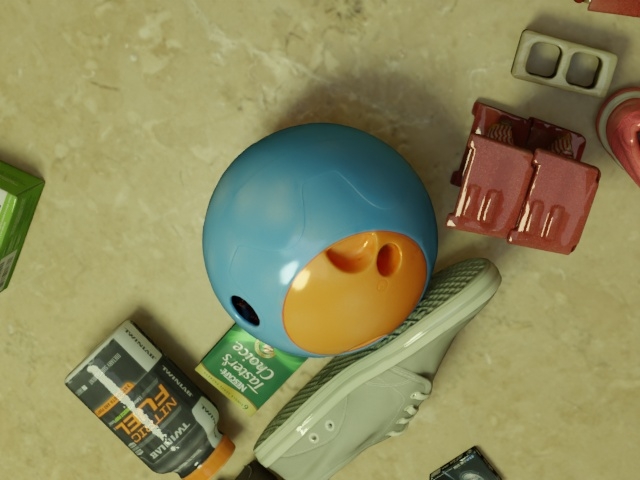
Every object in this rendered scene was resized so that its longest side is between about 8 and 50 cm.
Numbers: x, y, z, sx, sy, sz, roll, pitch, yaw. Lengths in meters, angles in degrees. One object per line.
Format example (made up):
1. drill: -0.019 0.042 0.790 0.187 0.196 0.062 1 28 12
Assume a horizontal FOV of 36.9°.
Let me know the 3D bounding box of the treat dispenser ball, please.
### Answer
1. treat dispenser ball: 0.000 0.000 1.181 0.288 0.288 0.288 2 106 8

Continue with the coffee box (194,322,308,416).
1. coffee box: -0.080 0.153 1.368 0.113 0.040 0.184 43 108 -5

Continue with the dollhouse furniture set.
1. dollhouse furniture set: 0.272 -0.193 1.128 0.152 0.201 0.374 16 108 4

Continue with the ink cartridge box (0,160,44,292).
1. ink cartridge box: -0.550 -0.046 1.357 0.255 0.097 0.188 25 108 0

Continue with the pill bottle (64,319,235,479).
1. pill bottle: -0.235 0.241 1.372 0.130 0.130 0.245 -42 96 17

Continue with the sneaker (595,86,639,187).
1. sneaker: 0.457 -0.048 1.174 0.314 0.136 0.116 44 109 -5

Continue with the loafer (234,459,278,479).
1. loafer: -0.144 0.404 1.442 0.220 0.080 0.078 -40 64 18

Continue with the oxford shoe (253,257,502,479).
1. oxford shoe: 0.089 0.188 1.289 0.130 0.169 0.449 43 115 -2

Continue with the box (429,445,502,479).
1. box: 0.210 0.346 1.389 0.083 0.018 0.067 -36 97 16
